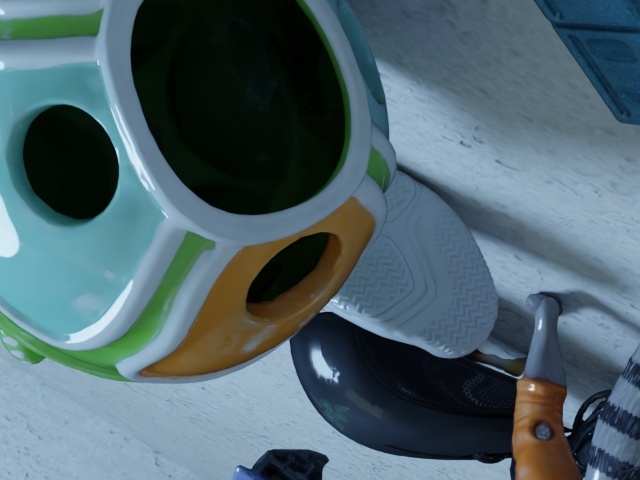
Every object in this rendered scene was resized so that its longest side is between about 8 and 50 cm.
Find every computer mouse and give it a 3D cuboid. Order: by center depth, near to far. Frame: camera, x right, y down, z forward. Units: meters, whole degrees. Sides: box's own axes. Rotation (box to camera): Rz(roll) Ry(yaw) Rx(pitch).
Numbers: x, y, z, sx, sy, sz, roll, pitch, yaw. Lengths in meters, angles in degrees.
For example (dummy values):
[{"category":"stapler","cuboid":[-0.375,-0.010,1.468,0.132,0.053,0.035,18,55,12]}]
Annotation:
[{"category":"computer mouse","cuboid":[0.098,0.133,1.109,0.272,0.072,0.188,21,155,-7]}]

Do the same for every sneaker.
[{"category":"sneaker","cuboid":[0.000,0.000,1.020,0.268,0.101,0.153,33,164,10]}]

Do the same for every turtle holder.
[{"category":"turtle holder","cuboid":[-0.080,-0.089,0.744,0.243,0.320,0.227,3,174,-23]}]

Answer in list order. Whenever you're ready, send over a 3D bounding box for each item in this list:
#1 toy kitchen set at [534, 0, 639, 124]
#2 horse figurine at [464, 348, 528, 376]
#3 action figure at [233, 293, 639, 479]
[{"category":"toy kitchen set","cuboid":[0.155,-0.038,0.551,0.207,0.166,0.122,11,154,45]},{"category":"horse figurine","cuboid":[0.080,0.099,1.209,0.174,0.066,0.263,19,157,11]},{"category":"action figure","cuboid":[0.113,0.184,0.945,0.341,0.330,0.178,28,162,7]}]
